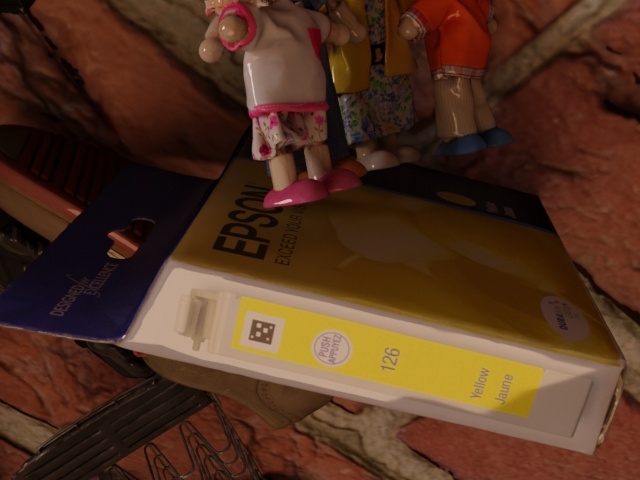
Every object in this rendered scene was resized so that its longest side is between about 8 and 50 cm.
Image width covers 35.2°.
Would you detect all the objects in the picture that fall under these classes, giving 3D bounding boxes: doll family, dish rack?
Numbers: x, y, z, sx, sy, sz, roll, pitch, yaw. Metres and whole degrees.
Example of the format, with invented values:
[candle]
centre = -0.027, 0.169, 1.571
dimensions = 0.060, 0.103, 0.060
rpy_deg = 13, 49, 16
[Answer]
[doll family]
centre = 0.002, -0.116, 0.585
dimensions = 0.118, 0.263, 0.163
rpy_deg = -5, 100, 39
[dish rack]
centre = -0.146, 0.240, 0.930
dimensions = 0.208, 0.074, 0.271
rpy_deg = -33, 137, -10

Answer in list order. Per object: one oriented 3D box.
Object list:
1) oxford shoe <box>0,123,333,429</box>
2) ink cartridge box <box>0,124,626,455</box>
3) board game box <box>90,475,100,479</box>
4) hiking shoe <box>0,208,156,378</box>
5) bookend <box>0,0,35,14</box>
[oxford shoe]
centre = -0.124, 0.044, 0.779
dimensions = 0.348, 0.123, 0.130
rpy_deg = 35, 112, -18
[ink cartridge box]
centre = 0.000, 0.000, 0.617
dimensions = 0.307, 0.303, 0.072
rpy_deg = 15, 110, -1
[board game box]
centre = -0.264, 0.334, 1.074
dimensions = 0.033, 0.133, 0.168
rpy_deg = 6, 139, -30
[hiking shoe]
centre = -0.218, 0.032, 0.850
dimensions = 0.114, 0.086, 0.227
rpy_deg = -9, 129, 42
[bookend]
centre = -0.260, -0.227, 0.624
dimensions = 0.157, 0.072, 0.156
rpy_deg = 5, 131, 8
